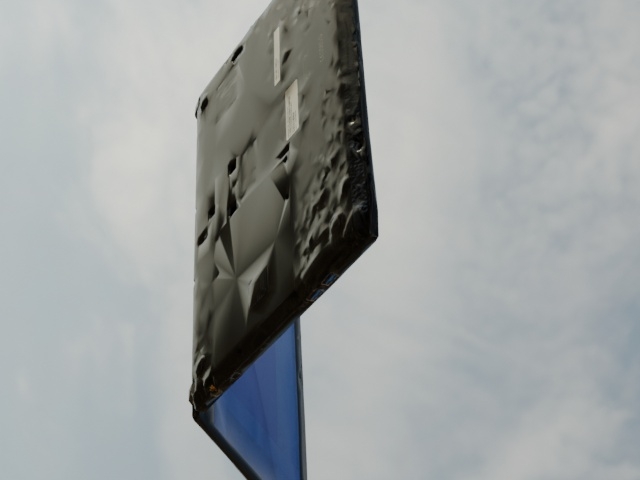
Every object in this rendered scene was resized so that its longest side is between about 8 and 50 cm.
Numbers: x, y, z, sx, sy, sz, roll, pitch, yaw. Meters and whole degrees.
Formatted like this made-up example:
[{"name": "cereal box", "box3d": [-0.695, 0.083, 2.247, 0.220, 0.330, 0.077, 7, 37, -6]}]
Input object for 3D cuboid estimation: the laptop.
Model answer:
[{"name": "laptop", "box3d": [0.000, 0.000, 0.801, 0.264, 0.137, 0.234, -46, -145, 40]}]
